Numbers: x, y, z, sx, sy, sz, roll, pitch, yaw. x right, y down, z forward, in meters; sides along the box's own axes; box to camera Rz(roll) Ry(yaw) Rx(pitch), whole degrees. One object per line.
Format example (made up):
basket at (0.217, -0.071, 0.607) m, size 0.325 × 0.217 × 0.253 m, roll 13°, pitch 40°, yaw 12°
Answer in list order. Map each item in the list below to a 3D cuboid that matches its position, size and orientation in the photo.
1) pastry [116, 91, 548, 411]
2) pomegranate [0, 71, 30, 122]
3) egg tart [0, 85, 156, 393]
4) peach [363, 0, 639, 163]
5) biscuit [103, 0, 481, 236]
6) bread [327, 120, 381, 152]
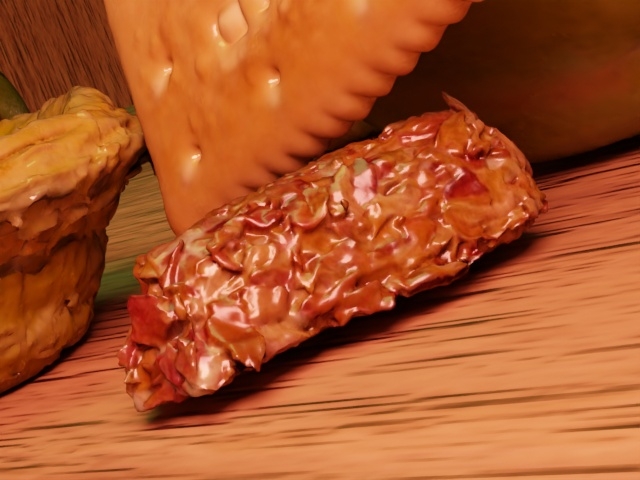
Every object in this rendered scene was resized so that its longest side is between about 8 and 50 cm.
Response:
pastry at (-0.001, 0.000, 0.509) m, size 0.169 × 0.063 × 0.087 m, roll -25°, pitch 4°, yaw -25°
pomegranate at (-0.301, -0.033, 0.964) m, size 0.263 × 0.211 × 0.211 m, roll -34°, pitch 0°, yaw 39°
egg tart at (-0.201, 0.021, 0.668) m, size 0.294 × 0.123 × 0.294 m, roll -17°, pitch 9°, yaw 3°
peach at (0.101, -0.202, 0.645) m, size 0.314 × 0.281 × 0.315 m, roll -39°, pitch 54°, yaw -3°
biscuit at (-0.014, -0.116, 0.544) m, size 0.030 × 0.160 × 0.249 m, roll -3°, pitch -24°, yaw -37°
bread at (0.059, -0.177, 1.050) m, size 0.132 × 0.167 × 0.294 m, roll -12°, pitch 13°, yaw 42°
